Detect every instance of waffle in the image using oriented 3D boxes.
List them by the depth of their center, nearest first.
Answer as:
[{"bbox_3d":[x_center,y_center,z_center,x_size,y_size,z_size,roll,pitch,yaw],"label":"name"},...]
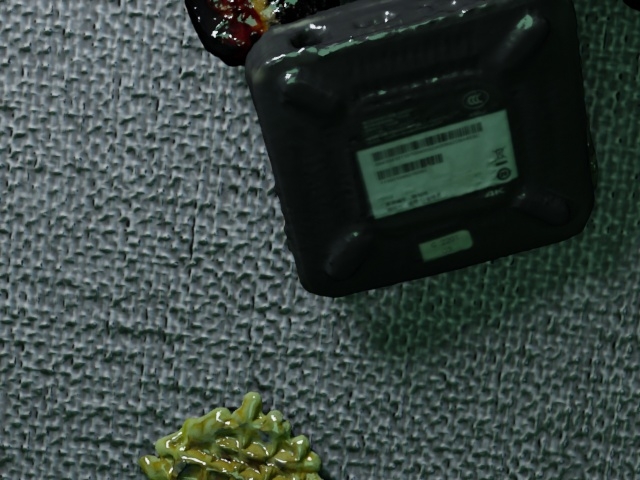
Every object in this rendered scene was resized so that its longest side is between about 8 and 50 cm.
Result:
[{"bbox_3d":[-0.090,0.302,2.027,0.204,0.054,0.223,-29,94,11],"label":"waffle"}]

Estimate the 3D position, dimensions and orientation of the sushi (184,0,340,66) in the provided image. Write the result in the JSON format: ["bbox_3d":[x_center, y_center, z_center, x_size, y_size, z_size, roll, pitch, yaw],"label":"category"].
[{"bbox_3d":[-0.066,-0.264,1.874,0.150,0.153,0.172,-24,117,-9],"label":"sushi"}]

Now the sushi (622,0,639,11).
[{"bbox_3d":[0.407,-0.396,1.771,0.234,0.207,0.348,39,97,11],"label":"sushi"}]

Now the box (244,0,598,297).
[{"bbox_3d":[0.118,-0.109,1.823,0.359,0.091,0.350,-15,128,0],"label":"box"}]
